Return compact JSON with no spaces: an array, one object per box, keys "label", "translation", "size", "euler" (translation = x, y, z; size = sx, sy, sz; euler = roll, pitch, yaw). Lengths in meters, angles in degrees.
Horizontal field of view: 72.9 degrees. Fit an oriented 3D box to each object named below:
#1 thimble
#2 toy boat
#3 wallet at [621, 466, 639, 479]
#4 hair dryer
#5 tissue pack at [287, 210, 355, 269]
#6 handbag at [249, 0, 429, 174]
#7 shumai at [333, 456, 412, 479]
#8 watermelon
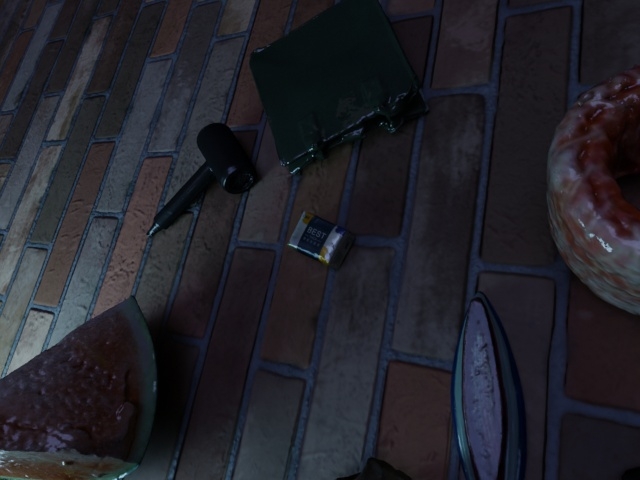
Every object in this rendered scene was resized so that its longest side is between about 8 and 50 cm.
[{"label":"thimble","translation":[0.350,-0.043,0.421],"size":[0.239,0.162,0.239],"euler":[-9,66,21]},{"label":"toy boat","translation":[0.186,0.167,0.492],"size":[0.080,0.046,0.229],"euler":[-6,71,28]},{"label":"wallet","translation":[0.417,0.208,0.303],"size":[0.321,0.170,0.044],"euler":[-18,109,19]},{"label":"hair dryer","translation":[-0.227,-0.081,0.790],"size":[0.255,0.070,0.128],"euler":[-45,59,14]},{"label":"tissue pack","translation":[0.000,0.000,0.647],"size":[0.083,0.042,0.062],"euler":[26,87,32]},{"label":"handbag","translation":[0.020,-0.260,0.714],"size":[0.247,0.079,0.260],"euler":[-24,63,17]},{"label":"shumai","translation":[0.091,0.335,0.439],"size":[0.183,0.218,0.185],"euler":[-21,25,14]},{"label":"watermelon","translation":[-0.381,0.286,0.655],"size":[0.222,0.319,0.292],"euler":[47,138,4]}]
